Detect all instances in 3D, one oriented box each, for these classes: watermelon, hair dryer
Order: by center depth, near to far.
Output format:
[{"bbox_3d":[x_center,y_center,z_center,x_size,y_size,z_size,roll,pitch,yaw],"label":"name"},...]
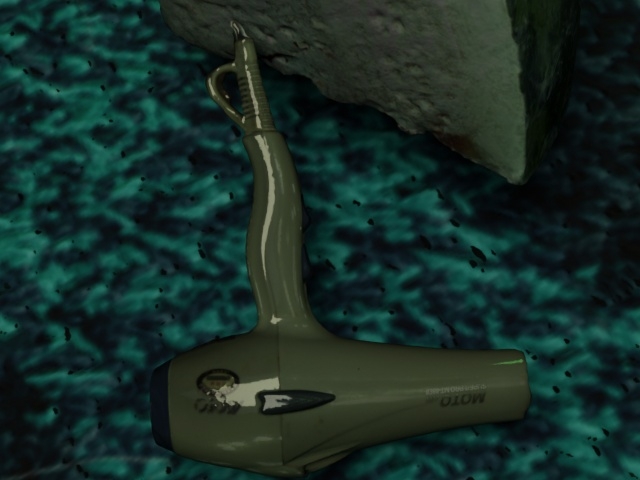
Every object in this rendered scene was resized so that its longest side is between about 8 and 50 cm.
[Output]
[{"bbox_3d":[0.018,0.011,0.617,0.167,0.067,0.199,10,85,-2],"label":"hair dryer"},{"bbox_3d":[0.000,-0.191,0.645,0.214,0.320,0.289,-31,33,26],"label":"watermelon"}]
